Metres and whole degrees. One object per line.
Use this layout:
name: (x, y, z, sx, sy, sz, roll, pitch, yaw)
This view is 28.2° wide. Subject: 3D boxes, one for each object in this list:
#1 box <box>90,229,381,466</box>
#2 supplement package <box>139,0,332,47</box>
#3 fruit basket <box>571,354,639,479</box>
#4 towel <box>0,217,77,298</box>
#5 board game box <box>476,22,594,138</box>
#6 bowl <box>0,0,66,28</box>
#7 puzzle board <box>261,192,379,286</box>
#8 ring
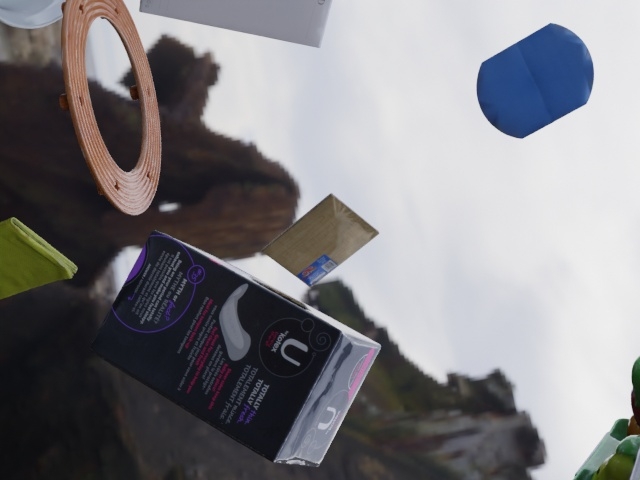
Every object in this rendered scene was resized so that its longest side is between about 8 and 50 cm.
box: (-0.096, 0.124, 1.461, 0.165, 0.270, 0.143, -62, 156, -1)
supplement package: (-0.123, -0.442, 2.005, 0.175, 0.293, 0.177, -95, -162, -56)
fruit basket: (0.401, 0.222, 1.520, 0.327, 0.165, 0.353, -31, 129, -55)
towel: (-0.386, 0.035, 1.432, 0.102, 0.237, 0.021, 42, 47, -35)
board game box: (0.303, -0.217, 1.775, 0.033, 0.169, 0.133, 21, 43, -61)
bowl: (-0.430, -0.436, 1.693, 0.298, 0.134, 0.297, -34, 129, -54)
puzzle board: (0.000, 0.000, 1.694, 0.096, 0.128, 0.011, 38, 25, -32)
ring: (-0.293, -0.200, 1.764, 0.336, 0.032, 0.336, -8, 90, -78)
